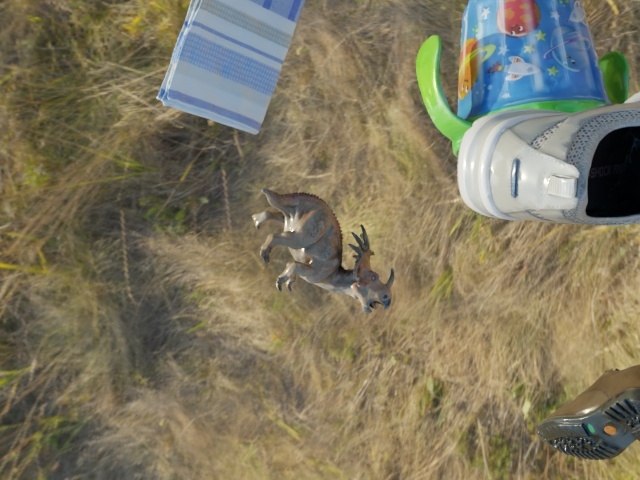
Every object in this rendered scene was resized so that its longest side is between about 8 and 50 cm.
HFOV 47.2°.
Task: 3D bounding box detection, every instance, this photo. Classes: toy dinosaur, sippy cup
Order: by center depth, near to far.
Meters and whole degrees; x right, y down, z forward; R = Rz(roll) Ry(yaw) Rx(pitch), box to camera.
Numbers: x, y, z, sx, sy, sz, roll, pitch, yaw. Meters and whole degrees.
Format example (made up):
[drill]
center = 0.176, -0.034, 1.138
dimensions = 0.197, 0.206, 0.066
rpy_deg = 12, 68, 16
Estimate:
[sippy cup]
center = 0.299, -0.246, 1.063
dimensions = 0.240, 0.305, 0.224
rpy_deg = -7, 83, 32
[toy dinosaur]
center = 0.000, 0.000, 1.317
dimensions = 0.200, 0.127, 0.296
rpy_deg = -23, 114, 4

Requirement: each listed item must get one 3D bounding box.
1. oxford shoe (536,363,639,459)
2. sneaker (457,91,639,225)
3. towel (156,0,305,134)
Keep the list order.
[oxford shoe]
center = 0.367, 0.219, 0.941
dimensions = 0.083, 0.096, 0.227
rpy_deg = 39, 144, -3
[sneaker]
center = 0.240, -0.050, 0.512
dimensions = 0.281, 0.115, 0.105
rpy_deg = -14, 111, -20
[towel]
center = -0.153, -0.348, 1.320
dimensions = 0.034, 0.209, 0.285
rpy_deg = 33, 104, 56
